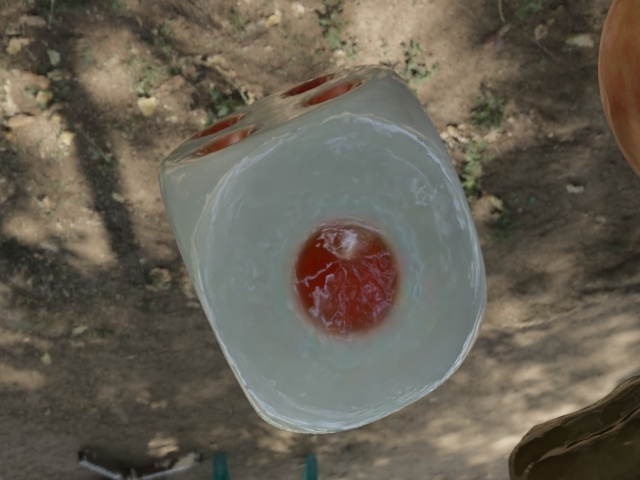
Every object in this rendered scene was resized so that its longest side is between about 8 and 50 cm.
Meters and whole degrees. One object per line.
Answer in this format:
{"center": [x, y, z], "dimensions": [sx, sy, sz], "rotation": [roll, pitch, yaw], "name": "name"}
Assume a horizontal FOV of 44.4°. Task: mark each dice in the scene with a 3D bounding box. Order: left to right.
{"center": [0.000, 0.000, 0.854], "dimensions": [0.277, 0.304, 0.304], "rotation": [-25, 108, -2], "name": "dice"}

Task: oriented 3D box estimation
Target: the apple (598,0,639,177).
{"center": [0.537, -0.185, 0.937], "dimensions": [0.391, 0.347, 0.391], "rotation": [-8, 170, -1], "name": "apple"}

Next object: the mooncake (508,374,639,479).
{"center": [0.318, 0.270, 0.664], "dimensions": [0.187, 0.324, 0.324], "rotation": [-38, 143, 12], "name": "mooncake"}
